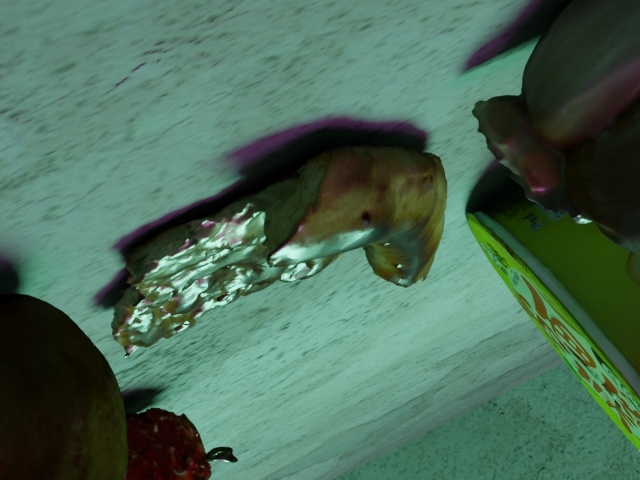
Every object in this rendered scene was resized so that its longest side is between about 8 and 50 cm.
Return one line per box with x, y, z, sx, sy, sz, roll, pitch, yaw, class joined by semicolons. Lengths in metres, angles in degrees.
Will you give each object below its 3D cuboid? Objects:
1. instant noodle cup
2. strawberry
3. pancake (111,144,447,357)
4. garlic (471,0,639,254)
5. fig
0.290;0.034;1.197;0.221;0.311;0.311;-38;167;1;instant noodle cup
-0.164;0.182;1.226;0.192;0.085;0.140;-22;175;-3;strawberry
0.000;0.000;0.921;0.257;0.056;0.212;-21;165;-32;pancake
0.218;-0.075;0.866;0.191;0.160;0.214;-32;165;39;garlic
-0.157;0.156;0.742;0.191;0.290;0.190;-19;140;-17;fig
